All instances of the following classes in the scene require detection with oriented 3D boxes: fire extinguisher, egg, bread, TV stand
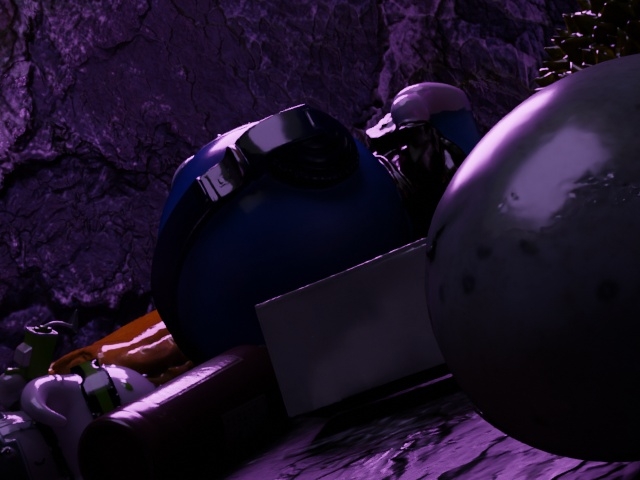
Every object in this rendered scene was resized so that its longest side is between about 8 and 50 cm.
[{"bbox_3d":[-0.069,0.113,1.188,0.231,0.071,0.099,-26,-29,-51],"label":"fire extinguisher"},{"bbox_3d":[0.140,0.006,0.721,0.169,0.169,0.236,-20,3,43],"label":"egg"},{"bbox_3d":[-0.178,0.126,1.644,0.210,0.099,0.235,-23,3,-25],"label":"bread"},{"bbox_3d":[0.097,0.039,1.121,0.269,0.088,0.083,-21,-12,18],"label":"TV stand"}]

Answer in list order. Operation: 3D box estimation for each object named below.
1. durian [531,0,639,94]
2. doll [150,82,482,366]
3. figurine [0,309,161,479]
[{"bbox_3d":[0.284,-0.096,1.248,0.291,0.225,0.291,-23,38,20],"label":"durian"},{"bbox_3d":[0.000,0.000,1.428,0.309,0.240,0.284,-9,-45,-27],"label":"doll"},{"bbox_3d":[-0.183,0.145,1.223,0.192,0.126,0.147,-17,36,-20],"label":"figurine"}]
